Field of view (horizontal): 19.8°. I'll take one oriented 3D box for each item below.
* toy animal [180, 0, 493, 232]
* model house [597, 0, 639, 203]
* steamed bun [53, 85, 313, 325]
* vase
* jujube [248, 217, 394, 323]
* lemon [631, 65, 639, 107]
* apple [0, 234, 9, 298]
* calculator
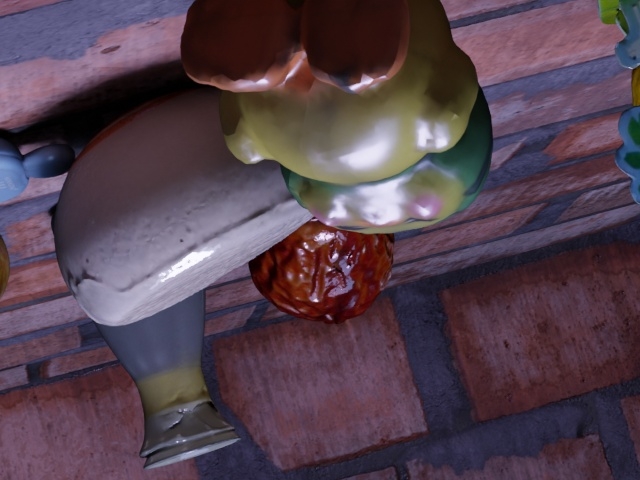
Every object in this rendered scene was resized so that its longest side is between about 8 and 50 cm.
[{"bbox_3d":[0.033,-0.128,1.505,0.216,0.191,0.338,-4,156,20],"label":"toy animal"},{"bbox_3d":[0.456,-0.155,1.782,0.357,0.313,0.242,-16,169,6],"label":"model house"},{"bbox_3d":[-0.138,-0.048,1.774,0.283,0.177,0.283,-30,175,-3],"label":"steamed bun"},{"bbox_3d":[-0.195,0.099,2.137,0.173,0.321,0.173,-15,171,-3],"label":"vase"},{"bbox_3d":[0.000,0.000,2.311,0.197,0.197,0.290,-15,156,-6],"label":"jujube"},{"bbox_3d":[0.544,-0.114,2.071,0.364,0.364,0.364,-16,171,-2],"label":"lemon"},{"bbox_3d":[-0.364,0.024,1.777,0.126,0.102,0.126,8,-158,-3],"label":"apple"},{"bbox_3d":[-0.386,-0.053,1.769,0.302,0.042,0.188,-15,170,-5],"label":"calculator"}]
